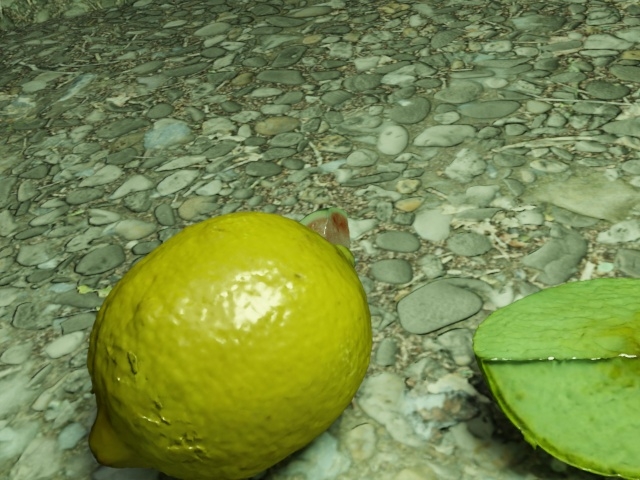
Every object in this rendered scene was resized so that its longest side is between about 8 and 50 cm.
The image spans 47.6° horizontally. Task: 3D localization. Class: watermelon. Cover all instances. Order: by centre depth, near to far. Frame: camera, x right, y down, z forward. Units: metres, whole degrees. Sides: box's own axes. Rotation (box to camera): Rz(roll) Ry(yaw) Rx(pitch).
[{"bbox_3d":[-0.004,-0.003,1.002,0.092,0.084,0.072,-36,52,26],"label":"watermelon"}]

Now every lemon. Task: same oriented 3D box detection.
[{"bbox_3d":[-0.091,0.105,0.720,0.320,0.245,0.245,-35,42,-16],"label":"lemon"}]

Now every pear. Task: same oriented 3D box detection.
[{"bbox_3d":[0.303,0.117,0.715,0.288,0.139,0.239,-3,22,15],"label":"pear"}]
